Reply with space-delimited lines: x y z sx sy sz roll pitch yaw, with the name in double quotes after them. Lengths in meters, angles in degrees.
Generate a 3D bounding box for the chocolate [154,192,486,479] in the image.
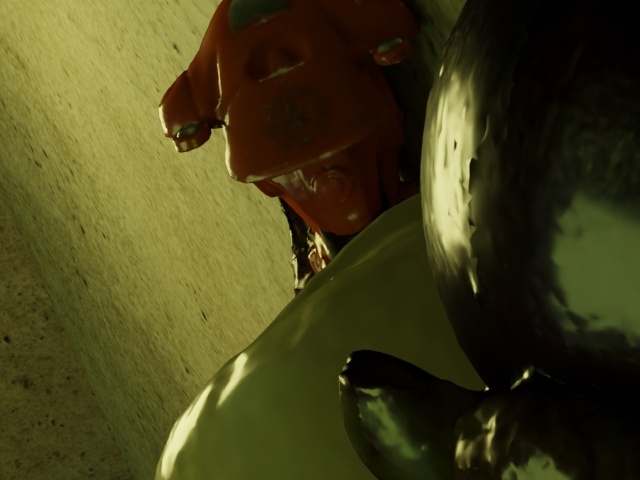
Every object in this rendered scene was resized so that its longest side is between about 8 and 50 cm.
0.069 0.131 0.731 0.297 0.326 0.314 52 121 16 "chocolate"

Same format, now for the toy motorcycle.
0.016 -0.024 0.989 0.221 0.148 0.325 -96 -17 -71 "toy motorcycle"

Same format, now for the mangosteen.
0.120 0.013 0.458 0.228 0.265 0.228 32 170 7 "mangosteen"

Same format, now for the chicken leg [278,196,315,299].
0.000 0.000 1.176 0.304 0.093 0.113 64 176 -3 "chicken leg"
